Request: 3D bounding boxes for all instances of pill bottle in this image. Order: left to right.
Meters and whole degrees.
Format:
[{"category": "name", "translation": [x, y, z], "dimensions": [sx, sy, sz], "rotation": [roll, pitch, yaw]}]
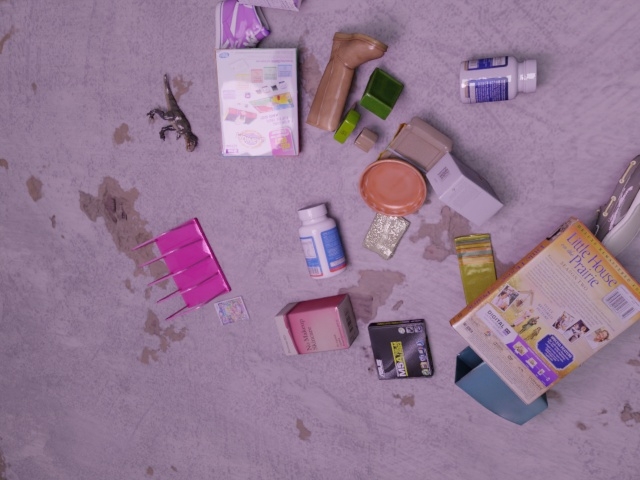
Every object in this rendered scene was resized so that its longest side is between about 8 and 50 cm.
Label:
[{"category": "pill bottle", "translation": [0.000, 0.000, 1.656], "dimensions": [0.124, 0.124, 0.222], "rotation": [-10, 100, 23]}, {"category": "pill bottle", "translation": [0.463, -0.421, 1.373], "dimensions": [0.186, 0.112, 0.112], "rotation": [1, 105, 21]}]

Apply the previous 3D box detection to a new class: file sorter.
[{"category": "file sorter", "translation": [-0.494, 0.106, 1.839], "dimensions": [0.202, 0.182, 0.291], "rotation": [-22, 96, 25]}]

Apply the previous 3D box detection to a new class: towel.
[{"category": "towel", "translation": [0.199, -0.021, 1.628], "dimensions": [0.110, 0.027, 0.148], "rotation": [31, 113, 11]}, {"category": "towel", "translation": [0.468, 0.098, 1.562], "dimensions": [0.102, 0.021, 0.238], "rotation": [-9, 101, 23]}]

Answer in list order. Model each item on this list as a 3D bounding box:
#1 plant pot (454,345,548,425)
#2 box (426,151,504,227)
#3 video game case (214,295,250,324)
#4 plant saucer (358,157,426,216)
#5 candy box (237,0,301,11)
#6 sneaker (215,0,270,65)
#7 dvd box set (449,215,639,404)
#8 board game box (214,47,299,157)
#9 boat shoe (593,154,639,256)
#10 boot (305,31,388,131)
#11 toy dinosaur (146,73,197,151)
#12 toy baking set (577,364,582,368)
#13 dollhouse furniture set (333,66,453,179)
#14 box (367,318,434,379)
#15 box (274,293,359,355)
[{"category": "plant pot", "translation": [0.542, 0.409, 1.547], "dimensions": [0.234, 0.165, 0.166], "rotation": [42, 114, 0]}, {"category": "box", "translation": [0.391, -0.138, 1.430], "dimensions": [0.170, 0.130, 0.091], "rotation": [30, 118, -26]}, {"category": "video game case", "translation": [-0.322, 0.255, 1.908], "dimensions": [0.121, 0.011, 0.087], "rotation": [-17, 98, 24]}, {"category": "plant saucer", "translation": [0.211, -0.157, 1.533], "dimensions": [0.199, 0.037, 0.200], "rotation": [11, 132, 12]}, {"category": "candy box", "translation": [-0.137, -0.759, 1.501], "dimensions": [0.196, 0.070, 0.165], "rotation": [14, 87, 16]}, {"category": "sneaker", "translation": [-0.232, -0.586, 1.599], "dimensions": [0.160, 0.102, 0.283], "rotation": [3, 105, 17]}, {"category": "dvd box set", "translation": [0.597, 0.189, 1.373], "dimensions": [0.307, 0.062, 0.420], "rotation": [44, 102, -5]}, {"category": "board game box", "translation": [-0.186, -0.414, 1.589], "dimensions": [0.241, 0.064, 0.317], "rotation": [-1, 109, -2]}, {"category": "boat shoe", "translation": [0.779, -0.074, 1.360], "dimensions": [0.091, 0.109, 0.305], "rotation": [56, 138, 44]}, {"category": "boot", "translation": [0.071, -0.434, 1.477], "dimensions": [0.236, 0.089, 0.270], "rotation": [39, 113, 56]}, {"category": "toy dinosaur", "translation": [-0.509, -0.409, 1.773], "dimensions": [0.118, 0.064, 0.268], "rotation": [-23, 95, 10]}, {"category": "toy baking set", "translation": [0.705, 0.269, 1.513], "dimensions": [0.196, 0.030, 0.256], "rotation": [38, 114, 7]}, {"category": "dollhouse furniture set", "translation": [0.220, -0.312, 1.522], "dimensions": [0.301, 0.151, 0.198], "rotation": [32, 135, -8]}, {"category": "box", "translation": [0.259, 0.353, 1.697], "dimensions": [0.184, 0.045, 0.191], "rotation": [-8, 101, 20]}, {"category": "box", "translation": [-0.011, 0.279, 1.734], "dimensions": [0.232, 0.127, 0.149], "rotation": [-13, 100, 23]}]
